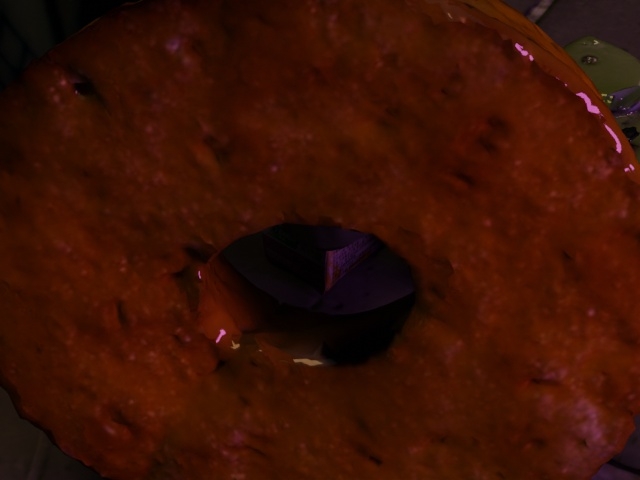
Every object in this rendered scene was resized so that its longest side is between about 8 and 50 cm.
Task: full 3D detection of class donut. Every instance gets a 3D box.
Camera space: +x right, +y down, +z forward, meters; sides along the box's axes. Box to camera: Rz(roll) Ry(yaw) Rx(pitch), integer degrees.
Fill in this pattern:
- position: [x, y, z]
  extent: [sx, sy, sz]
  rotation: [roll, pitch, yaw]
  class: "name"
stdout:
- position: [0.000, 0.000, 0.727]
  extent: [0.303, 0.303, 0.110]
  rotation: [2, 30, 8]
  class: "donut"

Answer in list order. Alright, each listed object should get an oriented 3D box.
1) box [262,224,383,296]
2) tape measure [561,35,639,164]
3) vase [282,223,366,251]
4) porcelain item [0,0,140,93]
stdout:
- position: [0.053, -0.045, 0.949]
  extent: [0.050, 0.041, 0.207]
  rotation: [31, 52, 30]
  class: "box"
- position: [0.135, -0.030, 0.887]
  extent: [0.177, 0.087, 0.154]
  rotation: [-35, 49, -28]
  class: "tape measure"
- position: [-0.020, -0.110, 0.811]
  extent: [0.128, 0.248, 0.128]
  rotation: [-13, 33, 8]
  class: "vase"
- position: [-0.120, -0.173, 0.930]
  extent: [0.157, 0.286, 0.281]
  rotation: [15, 41, 26]
  class: "porcelain item"
